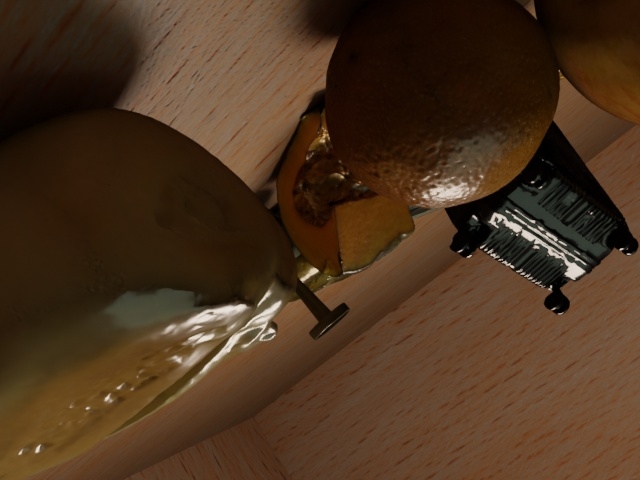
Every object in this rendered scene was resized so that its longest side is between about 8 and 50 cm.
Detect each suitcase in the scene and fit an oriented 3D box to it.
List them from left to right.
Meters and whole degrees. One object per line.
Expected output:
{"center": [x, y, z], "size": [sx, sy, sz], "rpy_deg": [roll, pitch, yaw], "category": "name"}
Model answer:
{"center": [0.242, -0.097, 1.293], "size": [0.229, 0.335, 0.152], "rpy_deg": [30, 116, -35], "category": "suitcase"}

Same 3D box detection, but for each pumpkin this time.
{"center": [0.048, -0.071, 1.336], "size": [0.139, 0.190, 0.280], "rpy_deg": [-27, 165, -26], "category": "pumpkin"}

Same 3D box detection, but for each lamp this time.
{"center": [-0.053, 0.050, 1.469], "size": [0.121, 0.215, 0.121], "rpy_deg": [-40, 172, -7], "category": "lamp"}

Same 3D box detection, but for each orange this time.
{"center": [0.134, -0.162, 1.061], "size": [0.264, 0.264, 0.264], "rpy_deg": [-32, 168, -8], "category": "orange"}

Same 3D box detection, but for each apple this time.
{"center": [0.411, -0.289, 1.074], "size": [0.363, 0.364, 0.364], "rpy_deg": [-32, 168, -8], "category": "apple"}

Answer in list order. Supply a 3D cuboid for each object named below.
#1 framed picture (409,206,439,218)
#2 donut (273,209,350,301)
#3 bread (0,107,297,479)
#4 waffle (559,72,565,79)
{"center": [0.217, -0.092, 2.048], "size": [0.189, 0.023, 0.260], "rpy_deg": [-21, 167, -7], "category": "framed picture"}
{"center": [0.000, 0.000, 1.635], "size": [0.261, 0.128, 0.208], "rpy_deg": [-25, 164, -33], "category": "donut"}
{"center": [-0.248, 0.054, 0.903], "size": [0.376, 0.253, 0.348], "rpy_deg": [-41, 161, 23], "category": "bread"}
{"center": [0.411, -0.326, 1.613], "size": [0.249, 0.056, 0.253], "rpy_deg": [-38, 169, 14], "category": "waffle"}
